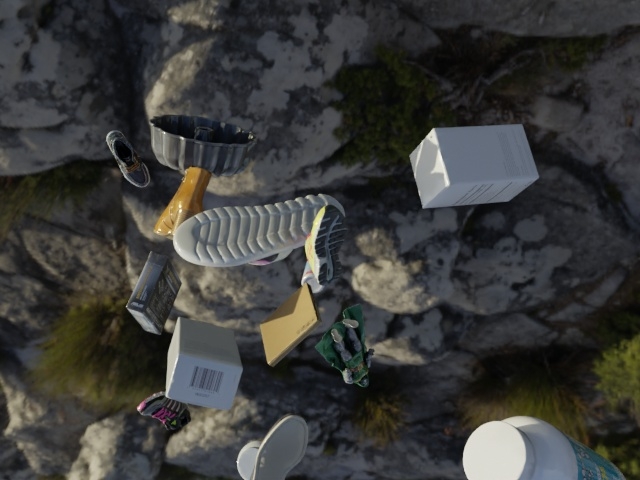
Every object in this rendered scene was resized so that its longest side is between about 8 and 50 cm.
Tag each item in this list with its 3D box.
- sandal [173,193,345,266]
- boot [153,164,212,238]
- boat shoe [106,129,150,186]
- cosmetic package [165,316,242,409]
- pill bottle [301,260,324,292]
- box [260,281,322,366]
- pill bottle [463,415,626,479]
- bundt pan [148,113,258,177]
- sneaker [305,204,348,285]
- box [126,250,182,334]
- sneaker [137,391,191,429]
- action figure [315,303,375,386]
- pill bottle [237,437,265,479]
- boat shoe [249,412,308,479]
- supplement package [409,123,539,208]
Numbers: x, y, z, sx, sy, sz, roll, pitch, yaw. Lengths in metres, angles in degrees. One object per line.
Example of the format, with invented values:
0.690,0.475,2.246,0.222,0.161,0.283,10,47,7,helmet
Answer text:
-0.141,-0.003,1.669,0.416,0.169,0.102,-10,142,-5,sandal
-0.377,-0.102,1.943,0.104,0.211,0.295,22,171,-20,boot
-0.525,-0.213,1.898,0.083,0.065,0.183,44,165,56,boat shoe
-0.214,0.218,1.258,0.117,0.085,0.231,16,-175,-12,cosmetic package
-0.016,0.115,2.565,0.087,0.160,0.087,4,124,6,pill bottle
-0.087,0.234,1.943,0.021,0.164,0.201,34,112,-33,box
0.307,0.332,0.949,0.146,0.146,0.264,-19,140,41,pill bottle
-0.359,-0.280,2.096,0.331,0.331,0.124,13,109,2,bundt pan
0.000,0.000,1.534,0.081,0.094,0.208,-14,133,-25,sneaker
-0.490,0.160,2.057,0.056,0.183,0.231,15,158,7,box
-0.357,0.403,1.615,0.063,0.075,0.170,-39,153,8,sneaker
0.073,0.259,1.539,0.063,0.137,0.232,38,159,39,action figure
-0.167,0.620,1.940,0.118,0.117,0.208,8,169,9,pill bottle
-0.078,0.359,1.151,0.075,0.065,0.206,14,113,-16,boat shoe
0.435,-0.212,1.980,0.293,0.177,0.175,-5,162,-19,supplement package
